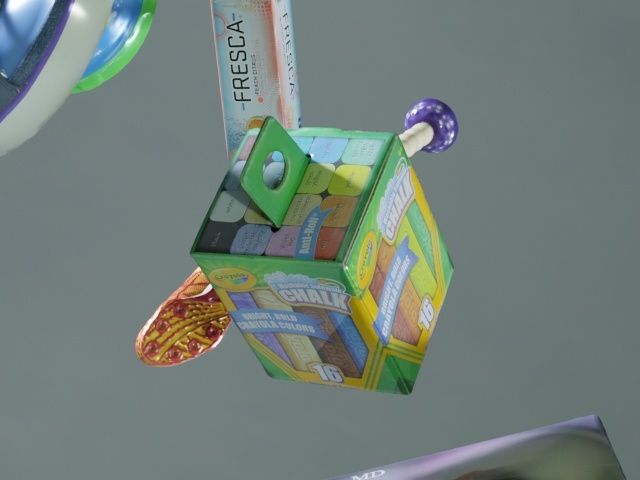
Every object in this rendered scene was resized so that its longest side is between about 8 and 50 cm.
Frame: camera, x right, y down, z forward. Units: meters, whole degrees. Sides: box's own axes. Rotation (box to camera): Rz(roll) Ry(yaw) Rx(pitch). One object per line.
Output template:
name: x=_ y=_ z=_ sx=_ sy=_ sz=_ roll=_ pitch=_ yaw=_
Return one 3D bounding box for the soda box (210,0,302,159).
soda box: x=-0.057 y=-0.166 z=1.346 sx=0.058 sy=0.183 sz=0.063 roll=1 pitch=21 yaw=14

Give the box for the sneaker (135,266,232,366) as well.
sneaker: x=-0.113 y=0.063 z=1.439 sx=0.175 sy=0.067 sz=0.064 roll=-43 pitch=103 yaw=-36

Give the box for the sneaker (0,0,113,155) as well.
sneaker: x=-0.332 y=-0.158 z=1.137 sx=0.236 sy=0.323 sz=0.130 roll=29 pitch=49 yaw=-32

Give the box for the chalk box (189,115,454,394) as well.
chalk box: x=0.000 y=0.000 z=1.148 sx=0.132 sy=0.132 sz=0.213 roll=5 pitch=-36 yaw=27

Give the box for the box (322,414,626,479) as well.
box: x=0.104 y=0.292 z=1.113 sx=0.296 sy=0.183 sz=0.294 roll=-14 pitch=17 yaw=4

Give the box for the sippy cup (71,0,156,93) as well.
sippy cup: x=-0.334 y=-0.302 z=1.722 sx=0.240 sy=0.305 sz=0.224 roll=2 pitch=-8 yaw=18

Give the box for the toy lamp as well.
toy lamp: x=0.084 y=-0.100 z=1.775 sx=0.080 sy=0.080 sz=0.274 roll=33 pitch=31 yaw=10
